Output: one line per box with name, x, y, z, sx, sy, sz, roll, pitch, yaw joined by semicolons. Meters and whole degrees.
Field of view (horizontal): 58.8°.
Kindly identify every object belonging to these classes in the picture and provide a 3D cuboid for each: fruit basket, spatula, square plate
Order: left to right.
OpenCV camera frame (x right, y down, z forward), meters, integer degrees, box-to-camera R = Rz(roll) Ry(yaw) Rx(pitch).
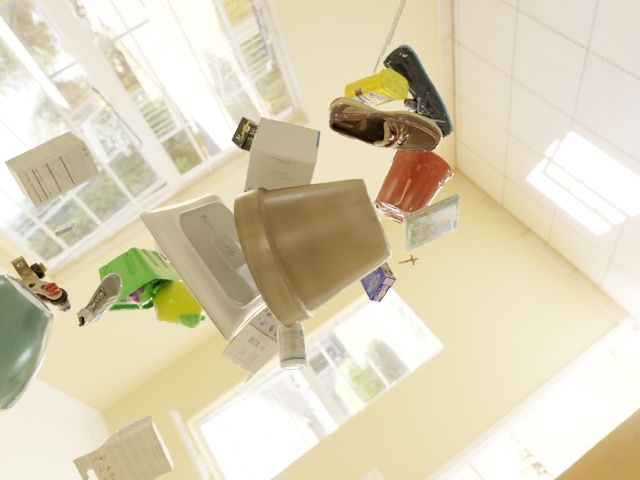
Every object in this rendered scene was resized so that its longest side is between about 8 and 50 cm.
fruit basket;-0.628;0.219;2.201;0.392;0.283;0.392;58;-174;-10
square plate;-0.240;0.037;1.397;0.344;0.049;0.347;56;-159;-1
spatula;0.178;-0.529;1.349;0.019;0.242;0.168;23;165;-5

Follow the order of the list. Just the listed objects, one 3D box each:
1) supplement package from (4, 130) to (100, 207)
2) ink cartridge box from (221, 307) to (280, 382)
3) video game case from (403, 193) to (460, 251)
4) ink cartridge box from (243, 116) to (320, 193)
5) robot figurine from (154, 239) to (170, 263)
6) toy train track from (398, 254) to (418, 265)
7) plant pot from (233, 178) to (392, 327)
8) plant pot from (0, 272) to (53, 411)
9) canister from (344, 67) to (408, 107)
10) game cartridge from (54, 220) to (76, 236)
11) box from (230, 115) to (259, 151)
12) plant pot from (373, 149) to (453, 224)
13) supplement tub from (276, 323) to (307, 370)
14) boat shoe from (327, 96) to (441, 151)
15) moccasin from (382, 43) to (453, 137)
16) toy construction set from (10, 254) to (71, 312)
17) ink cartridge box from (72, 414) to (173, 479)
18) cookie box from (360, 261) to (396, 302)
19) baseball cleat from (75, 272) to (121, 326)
supplement package;-0.679;-0.183;1.443;0.105;0.179;0.105;31;145;39
ink cartridge box;-0.177;0.260;1.818;0.130;0.309;0.272;36;129;-6
video game case;0.367;-0.055;1.884;0.212;0.193;0.023;73;173;-59
ink cartridge box;-0.108;-0.171;1.512;0.171;0.168;0.232;-84;8;-50
robot figurine;-0.382;0.012;1.795;0.209;0.278;0.173;121;157;-47
toy train track;0.370;0.087;2.388;0.014;0.083;0.048;57;-158;-71
plant pot;0.000;0.000;1.278;0.323;0.281;0.323;-20;-90;-83
plant pot;-0.685;0.184;1.187;0.290;0.195;0.290;40;165;13
canister;0.177;-0.479;1.817;0.170;0.073;0.126;-7;165;44
game cartridge;-0.742;-0.036;1.659;0.017;0.056;0.083;65;171;-21
box;-0.219;-0.317;1.704;0.052;0.083;0.062;11;-155;-48
plant pot;0.367;-0.218;2.355;0.272;0.265;0.272;28;170;6
supplement tub;-0.071;0.264;1.412;0.071;0.071;0.107;76;-174;-65
boat shoe;0.183;-0.306;1.616;0.123;0.342;0.123;-85;15;-50
moccasin;0.323;-0.484;1.905;0.342;0.117;0.137;56;-174;-12
toy construction set;-0.948;0.153;1.717;0.237;0.257;0.309;46;179;32
ink cartridge box;-0.556;0.623;1.611;0.056;0.225;0.181;-139;32;-62
cookie box;0.159;0.106;1.602;0.040;0.091;0.107;16;-151;-27
baseball cleat;-0.692;0.195;1.772;0.072;0.206;0.109;35;-158;2
